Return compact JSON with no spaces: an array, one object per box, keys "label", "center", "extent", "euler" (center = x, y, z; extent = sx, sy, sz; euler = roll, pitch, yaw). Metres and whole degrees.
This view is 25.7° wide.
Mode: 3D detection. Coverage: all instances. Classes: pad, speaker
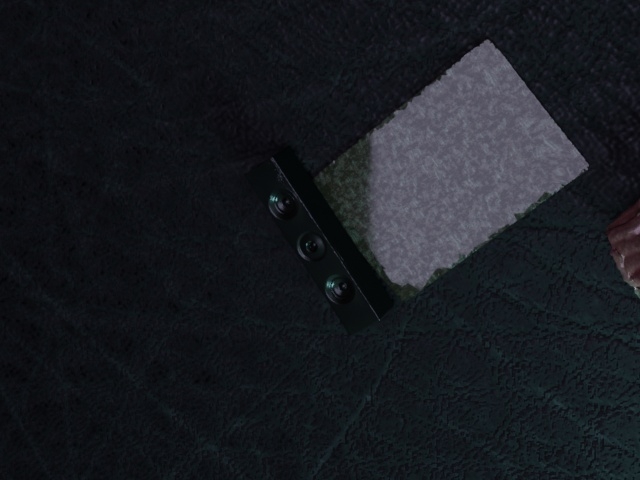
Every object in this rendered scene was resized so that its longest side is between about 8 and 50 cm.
[{"label":"pad","center":[0.120,-0.063,1.357],"extent":[0.235,0.003,0.158],"euler":[-38,90,20]},{"label":"speaker","center":[0.000,0.000,1.384],"extent":[0.040,0.046,0.191],"euler":[-33,92,30]}]

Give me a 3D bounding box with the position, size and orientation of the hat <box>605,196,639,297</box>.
[{"label":"hat","center":[0.416,-0.012,1.227],"extent":[0.236,0.107,0.286],"euler":[45,112,12]}]
